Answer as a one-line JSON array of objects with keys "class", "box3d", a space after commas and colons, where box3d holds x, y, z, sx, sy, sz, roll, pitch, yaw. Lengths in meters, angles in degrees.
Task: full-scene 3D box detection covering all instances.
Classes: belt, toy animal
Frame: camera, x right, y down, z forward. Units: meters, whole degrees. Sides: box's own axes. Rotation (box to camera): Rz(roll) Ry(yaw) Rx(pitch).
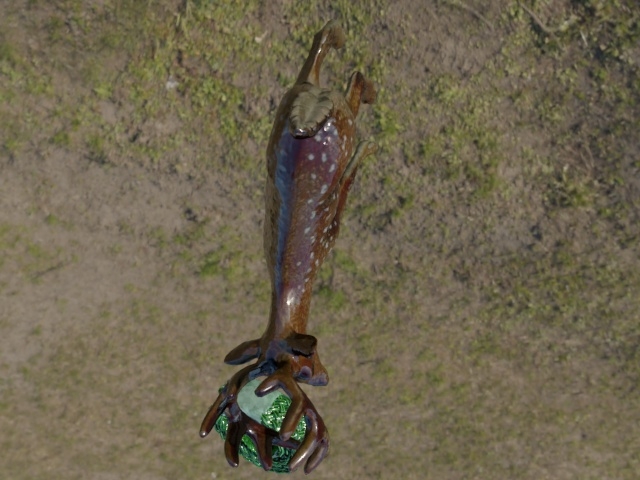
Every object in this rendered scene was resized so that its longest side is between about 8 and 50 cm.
[{"class": "belt", "box3d": [-0.077, 0.241, 0.914, 0.151, 0.079, 0.121, 38, 136, -5]}, {"class": "toy animal", "box3d": [-0.019, -0.002, 0.459, 0.087, 0.260, 0.243, 6, 133, 14]}]
